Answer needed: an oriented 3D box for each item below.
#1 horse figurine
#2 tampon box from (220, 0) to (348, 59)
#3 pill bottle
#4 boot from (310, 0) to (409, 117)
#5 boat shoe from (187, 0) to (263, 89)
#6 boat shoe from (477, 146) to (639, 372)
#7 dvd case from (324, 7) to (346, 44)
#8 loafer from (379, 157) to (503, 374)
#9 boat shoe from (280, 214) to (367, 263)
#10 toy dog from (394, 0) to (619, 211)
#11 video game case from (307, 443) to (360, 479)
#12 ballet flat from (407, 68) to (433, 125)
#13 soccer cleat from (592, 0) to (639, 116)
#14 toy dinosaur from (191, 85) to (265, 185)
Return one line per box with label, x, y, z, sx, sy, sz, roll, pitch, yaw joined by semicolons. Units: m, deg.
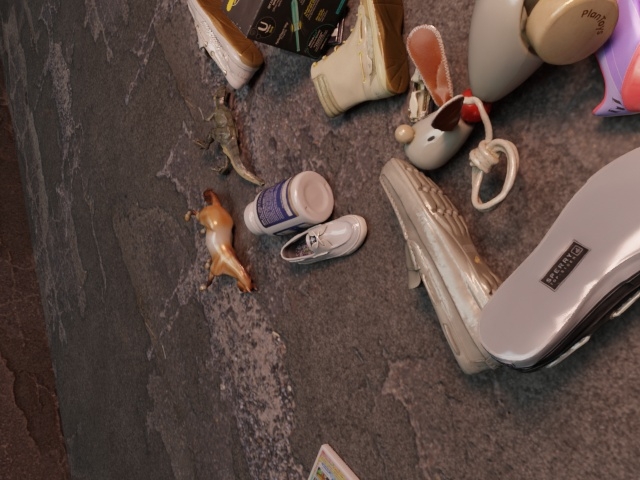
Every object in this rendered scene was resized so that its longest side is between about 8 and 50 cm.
horse figurine;-0.231;0.001;1.162;0.174;0.066;0.263;-19;80;51
tampon box;-0.059;-0.396;0.875;0.101;0.161;0.120;54;125;29
pill bottle;-0.064;-0.060;0.964;0.169;0.094;0.094;-17;79;45
boot;0.054;-0.320;0.849;0.165;0.077;0.213;-9;87;48
boat shoe;-0.224;-0.431;1.119;0.096;0.098;0.277;-50;58;34
boat shoe;0.308;0.028;0.569;0.306;0.105;0.113;-51;44;4
dvd case;-0.010;-0.467;0.952;0.164;0.018;0.221;16;102;44
loafer;0.158;0.029;0.722;0.111;0.112;0.320;-39;64;30
boat shoe;0.000;0.000;0.920;0.184;0.063;0.066;-15;80;46
toy dog;0.175;-0.215;0.620;0.220;0.160;0.334;-109;37;-52
video game case;0.034;0.469;0.931;0.157;0.019;0.143;37;116;40
ballet flat;0.150;-0.224;0.775;0.041;0.041;0.114;14;101;45
soccer cleat;0.324;-0.259;0.568;0.095;0.083;0.248;-13;84;50
toy dinosaur;-0.210;-0.210;1.141;0.118;0.064;0.268;-33;71;34
